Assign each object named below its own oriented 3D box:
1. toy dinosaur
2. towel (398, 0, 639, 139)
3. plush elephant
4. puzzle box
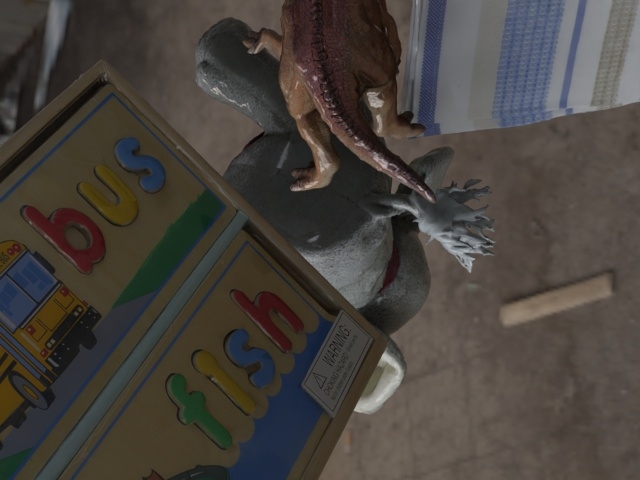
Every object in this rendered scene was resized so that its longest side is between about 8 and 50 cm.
[{"bbox_3d":[0.006,-0.165,1.020,0.200,0.127,0.296,83,175,-57],"label":"toy dinosaur"},{"bbox_3d":[0.209,-0.188,1.168,0.209,0.285,0.034,91,166,-45],"label":"towel"},{"bbox_3d":[0.000,0.000,1.203,0.255,0.330,0.272,76,-147,-63],"label":"plush elephant"},{"bbox_3d":[-0.130,0.090,0.743,0.052,0.272,0.409,-39,12,37],"label":"puzzle box"}]
